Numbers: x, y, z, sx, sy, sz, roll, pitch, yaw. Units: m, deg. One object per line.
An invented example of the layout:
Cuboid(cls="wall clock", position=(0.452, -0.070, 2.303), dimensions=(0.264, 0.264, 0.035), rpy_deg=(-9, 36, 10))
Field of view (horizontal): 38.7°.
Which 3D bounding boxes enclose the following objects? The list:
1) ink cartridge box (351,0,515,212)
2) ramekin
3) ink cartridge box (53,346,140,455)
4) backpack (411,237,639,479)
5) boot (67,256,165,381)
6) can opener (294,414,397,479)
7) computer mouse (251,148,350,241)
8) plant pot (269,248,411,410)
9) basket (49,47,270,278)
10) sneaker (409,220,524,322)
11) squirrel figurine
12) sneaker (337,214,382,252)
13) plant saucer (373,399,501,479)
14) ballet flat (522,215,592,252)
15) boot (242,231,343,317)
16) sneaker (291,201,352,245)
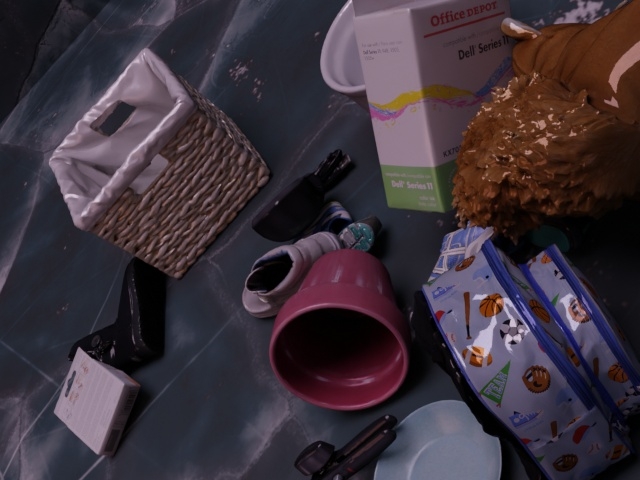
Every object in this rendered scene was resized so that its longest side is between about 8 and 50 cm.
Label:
Cuboid(cls="ink cartridge box", position=(0.173, -0.239, 1.291), dimensions=(0.207, 0.354, 0.119), rpy_deg=(-24, 20, -34))
Cuboid(cls="ramekin", position=(0.146, -0.325, 1.511), dimensions=(0.277, 0.135, 0.277), rpy_deg=(-29, 42, 30))
Cuboid(cls="ink cartridge box", position=(-0.425, 0.303, 1.724), dimensions=(0.179, 0.045, 0.145), rpy_deg=(25, 95, 45))
Cuboid(cls="backpack", position=(0.237, 0.129, 1.034), dimensions=(0.213, 0.263, 0.276), rpy_deg=(-44, 37, 10))
Cuboid(cls="boot", position=(-0.413, 0.166, 1.825), dimensions=(0.207, 0.094, 0.247), rpy_deg=(-29, 49, 22))
Cuboid(cls="can opener", position=(0.040, 0.296, 1.246), dimensions=(0.186, 0.073, 0.059), rpy_deg=(-38, 33, 36))
Cuboid(cls="computer mouse", position=(-0.034, -0.060, 1.569), dimensions=(0.188, 0.072, 0.272), rpy_deg=(-41, 2, 19))
Cuboid(cls="plant pot", position=(0.035, 0.115, 1.332), dimensions=(0.201, 0.201, 0.180), rpy_deg=(-31, 27, 26))
Cuboid(cls="basket", position=(-0.332, -0.158, 1.862), dimensions=(0.328, 0.266, 0.331), rpy_deg=(-47, 38, 6))
Cuboid(cls="sneaker", position=(0.197, 0.042, 1.280), dimensions=(0.211, 0.080, 0.081), rpy_deg=(-51, 41, 20))
Cuboid(cls="squirrel figurine", position=(0.322, -0.175, 1.140), dimensions=(0.397, 0.281, 0.370), rpy_deg=(-30, 28, -10))
Cuboid(cls="sneaker", position=(0.044, 0.012, 1.511), dimensions=(0.166, 0.065, 0.076), rpy_deg=(-34, 6, 40))
Cuboid(cls="plant saucer", position=(0.155, 0.302, 1.166), dimensions=(0.195, 0.037, 0.195), rpy_deg=(-27, 43, 29))
Cuboid(cls="ballet flat", position=(0.295, -0.025, 1.269), dimensions=(0.203, 0.074, 0.074), rpy_deg=(14, 71, 57))
Cuboid(cls="boot", position=(-0.083, 0.062, 1.493), dimensions=(0.258, 0.123, 0.095), rpy_deg=(-39, 71, 42))
Cuboid(cls="sneaker", position=(0.000, 0.000, 1.562), dimensions=(0.144, 0.053, 0.059), rpy_deg=(-53, 39, 0))
